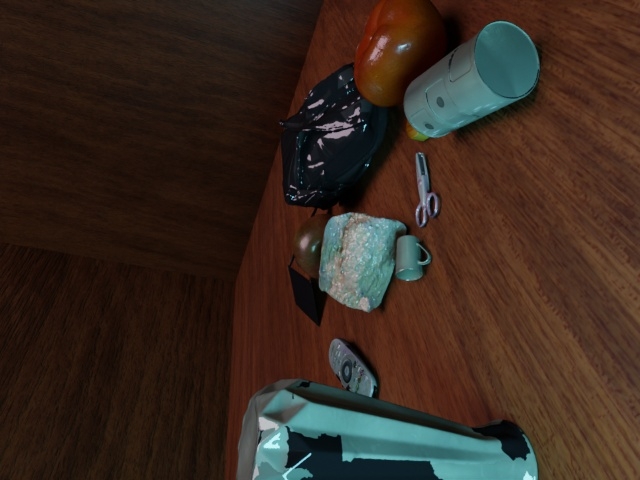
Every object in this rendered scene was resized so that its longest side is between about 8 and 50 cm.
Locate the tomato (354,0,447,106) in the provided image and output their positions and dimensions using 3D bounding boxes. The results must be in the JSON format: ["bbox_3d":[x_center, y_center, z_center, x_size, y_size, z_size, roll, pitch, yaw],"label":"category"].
[{"bbox_3d":[0.184,-0.443,1.041,0.260,0.180,0.260,-165,90,-72],"label":"tomato"}]

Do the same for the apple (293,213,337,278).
[{"bbox_3d":[0.015,0.015,1.271,0.174,0.188,0.188,-110,35,-69],"label":"apple"}]

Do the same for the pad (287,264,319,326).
[{"bbox_3d":[-0.062,0.186,1.555,0.243,0.004,0.164,-153,51,-66],"label":"pad"}]

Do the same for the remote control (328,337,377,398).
[{"bbox_3d":[0.077,0.318,1.106,0.256,0.045,0.097,-140,62,-68],"label":"remote control"}]

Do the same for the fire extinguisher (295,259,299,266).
[{"bbox_3d":[0.000,0.000,1.491,0.093,0.118,0.294,61,149,16],"label":"fire extinguisher"}]

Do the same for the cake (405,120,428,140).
[{"bbox_3d":[0.227,-0.269,1.017,0.084,0.044,0.084,-170,90,-73],"label":"cake"}]

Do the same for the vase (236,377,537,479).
[{"bbox_3d":[0.085,0.270,0.557,0.165,0.360,0.165,-168,90,-74],"label":"vase"}]

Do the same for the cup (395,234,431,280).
[{"bbox_3d":[0.187,0.032,0.925,0.075,0.054,0.083,127,153,-57],"label":"cup"}]

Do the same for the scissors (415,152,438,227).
[{"bbox_3d":[0.222,-0.117,0.964,0.085,0.022,0.176,125,149,-59],"label":"scissors"}]

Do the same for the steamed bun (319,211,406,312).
[{"bbox_3d":[0.081,0.045,1.067,0.200,0.170,0.226,-157,78,-68],"label":"steamed bun"}]

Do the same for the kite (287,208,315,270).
[{"bbox_3d":[-0.056,-0.032,1.635,0.335,0.011,0.314,-64,-1,15],"label":"kite"}]

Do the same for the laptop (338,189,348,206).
[{"bbox_3d":[0.094,-0.221,1.477,0.197,0.016,0.135,117,156,-44],"label":"laptop"}]

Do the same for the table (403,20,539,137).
[{"bbox_3d":[0.254,-0.271,0.788,0.220,0.126,0.126,171,110,-71],"label":"table"}]

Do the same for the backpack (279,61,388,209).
[{"bbox_3d":[0.030,-0.306,1.321,0.445,0.254,0.363,-41,46,44],"label":"backpack"}]
